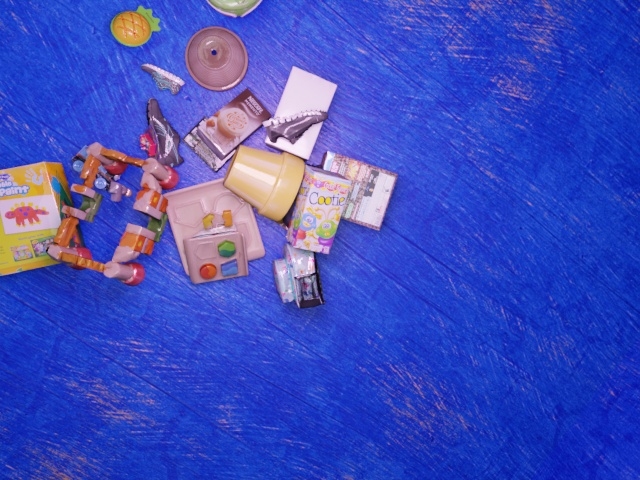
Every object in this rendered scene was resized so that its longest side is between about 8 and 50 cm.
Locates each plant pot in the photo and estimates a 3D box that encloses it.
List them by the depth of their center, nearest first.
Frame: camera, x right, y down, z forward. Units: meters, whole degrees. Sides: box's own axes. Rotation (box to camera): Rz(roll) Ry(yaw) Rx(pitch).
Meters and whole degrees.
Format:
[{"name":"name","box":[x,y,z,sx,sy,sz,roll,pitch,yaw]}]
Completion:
[{"name":"plant pot","box":[-0.218,-0.228,1.635,0.239,0.254,0.254,22,94,-19]},{"name":"plant pot","box":[-0.393,-0.689,1.667,0.237,0.110,0.237,-1,98,-5]}]

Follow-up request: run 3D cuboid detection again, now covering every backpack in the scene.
[{"name":"backpack","box":[-0.090,0.127,1.745,0.191,0.225,0.253,-4,94,-11]}]

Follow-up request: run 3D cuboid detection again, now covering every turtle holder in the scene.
[{"name":"turtle holder","box":[-0.297,-0.961,1.582,0.243,0.227,0.320,9,95,-6]}]

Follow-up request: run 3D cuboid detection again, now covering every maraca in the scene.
[{"name":"maraca","box":[-0.678,-0.787,1.633,0.185,0.099,0.127,-47,109,-24]}]

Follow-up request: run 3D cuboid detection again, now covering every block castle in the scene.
[{"name":"block castle","box":[-0.708,-0.089,1.569,0.303,0.213,0.453,15,81,7]}]

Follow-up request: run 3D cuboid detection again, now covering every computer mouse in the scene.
[{"name":"computer mouse","box":[-0.092,-0.177,1.716,0.072,0.188,0.272,20,93,-28]}]

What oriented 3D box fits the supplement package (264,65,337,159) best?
[{"name":"supplement package","box":[-0.078,-0.471,1.692,0.178,0.175,0.292,22,95,-7]}]

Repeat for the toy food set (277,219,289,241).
[{"name":"toy food set","box":[-0.124,-0.103,1.803,0.132,0.038,0.192,-28,99,-2]}]

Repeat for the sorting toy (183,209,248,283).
[{"name":"sorting toy","box":[-0.399,0.033,1.690,0.229,0.041,0.307,-7,125,-10]}]

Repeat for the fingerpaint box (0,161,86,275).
[{"name":"fingerpaint box","box":[-1.156,-0.066,1.637,0.445,0.163,0.371,-13,99,-6]}]

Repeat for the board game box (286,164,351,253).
[{"name":"board game box","box":[-0.011,-0.113,1.604,0.142,0.144,0.275,12,106,-19]}]

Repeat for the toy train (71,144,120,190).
[{"name":"toy train","box":[-0.847,-0.271,1.688,0.184,0.080,0.105,40,86,-9]}]

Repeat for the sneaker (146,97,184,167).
[{"name":"sneaker","box":[-0.598,-0.408,1.700,0.106,0.101,0.267,-13,102,-21]}]

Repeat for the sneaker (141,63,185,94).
[{"name":"sneaker","box":[-0.603,-0.607,1.680,0.167,0.065,0.076,25,98,-7]}]

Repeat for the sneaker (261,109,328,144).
[{"name":"sneaker","box":[-0.084,-0.397,1.576,0.234,0.078,0.106,-11,101,0]}]

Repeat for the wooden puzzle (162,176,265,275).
[{"name":"wooden puzzle","box":[-0.417,-0.059,1.764,0.322,0.080,0.347,-16,103,-3]}]

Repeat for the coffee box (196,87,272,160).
[{"name":"coffee box","box":[-0.326,-0.438,1.678,0.246,0.098,0.141,-46,101,-16]}]

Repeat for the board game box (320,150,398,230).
[{"name":"board game box","box":[0.123,-0.197,1.765,0.291,0.141,0.232,18,95,-8]}]

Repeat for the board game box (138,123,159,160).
[{"name":"board game box","box":[-0.644,-0.353,1.654,0.033,0.169,0.133,-15,93,-33]}]

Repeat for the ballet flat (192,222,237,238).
[{"name":"ballet flat","box":[-0.406,-0.038,1.709,0.168,0.057,0.052,-8,75,-9]}]

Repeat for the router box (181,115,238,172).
[{"name":"router box","box":[-0.427,-0.373,1.733,0.133,0.046,0.179,-45,100,0]}]
